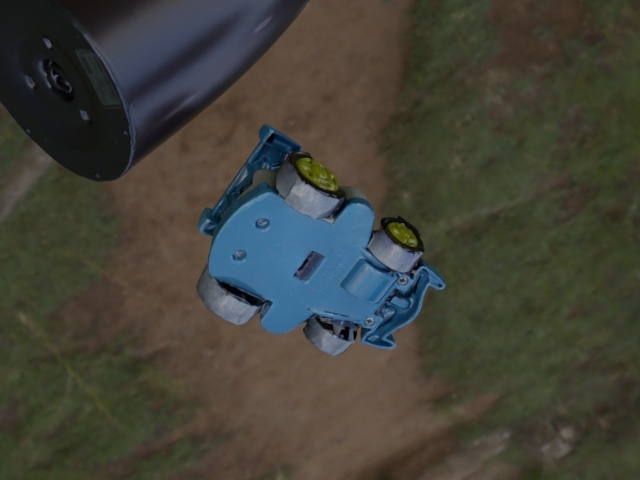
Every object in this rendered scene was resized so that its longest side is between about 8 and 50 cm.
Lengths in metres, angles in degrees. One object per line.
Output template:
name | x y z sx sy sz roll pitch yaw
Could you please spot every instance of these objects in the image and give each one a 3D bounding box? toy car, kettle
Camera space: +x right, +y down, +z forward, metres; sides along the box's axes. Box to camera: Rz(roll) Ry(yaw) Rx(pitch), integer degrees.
toy car | 0.000 0.000 0.949 0.161 0.098 0.126 23 121 -23
kettle | -0.111 -0.159 0.926 0.202 0.144 0.232 0 -147 49
